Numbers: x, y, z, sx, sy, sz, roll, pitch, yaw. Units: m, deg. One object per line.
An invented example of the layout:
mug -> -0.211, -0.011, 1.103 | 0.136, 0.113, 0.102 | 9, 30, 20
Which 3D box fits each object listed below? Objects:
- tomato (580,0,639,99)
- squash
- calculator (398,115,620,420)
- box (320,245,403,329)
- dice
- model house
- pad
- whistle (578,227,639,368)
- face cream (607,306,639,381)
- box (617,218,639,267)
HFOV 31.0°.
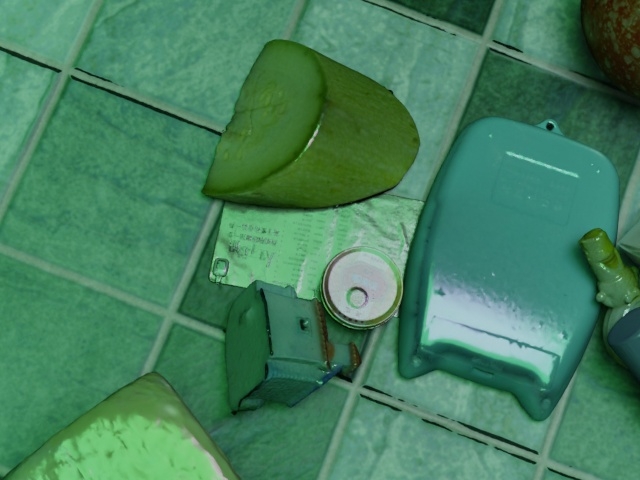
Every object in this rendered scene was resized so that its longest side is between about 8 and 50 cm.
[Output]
tomato -> 0.462, -0.287, 1.467 | 0.270, 0.223, 0.270 | 7, 55, -9
squash -> -0.002, -0.126, 1.501 | 0.204, 0.155, 0.237 | 9, 73, 37
calculator -> 0.247, 0.016, 1.471 | 0.256, 0.054, 0.387 | 18, 73, 0
box -> 0.051, 0.061, 1.447 | 0.105, 0.037, 0.106 | 1, 77, -5
dice -> -0.206, 0.314, 1.267 | 0.252, 0.250, 0.254 | -36, 82, -10
model house -> -0.029, 0.135, 1.406 | 0.148, 0.119, 0.148 | 12, 51, -25
pad -> 0.000, 0.000, 1.478 | 0.264, 0.009, 0.160 | 11, 76, -2
whistle -> 0.376, 0.073, 1.435 | 0.104, 0.057, 0.198 | -37, 103, -16
face cream -> 0.494, 0.238, 1.401 | 0.135, 0.086, 0.385 | -45, 101, -12
box -> 0.540, -0.019, 1.419 | 0.203, 0.116, 0.274 | 44, 90, -8
